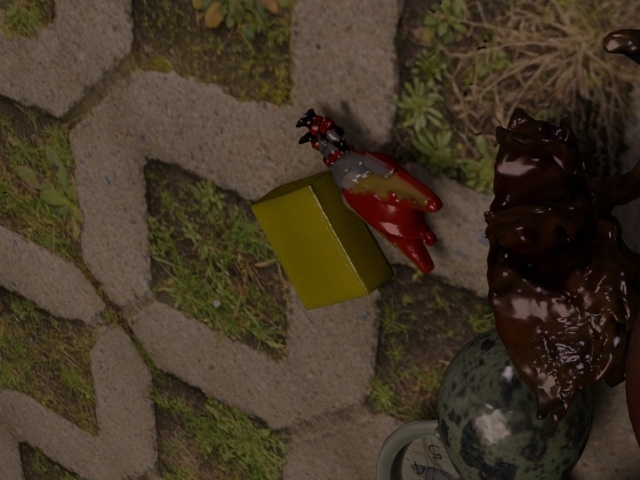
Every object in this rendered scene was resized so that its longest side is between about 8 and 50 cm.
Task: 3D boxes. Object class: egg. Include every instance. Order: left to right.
[{"bbox_3d":[0.166,0.154,1.067,0.132,0.132,0.172,23,132,32],"label":"egg"}]

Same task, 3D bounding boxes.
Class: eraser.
[{"bbox_3d":[0.000,0.000,1.190,0.097,0.045,0.122,-18,104,50],"label":"eraser"}]

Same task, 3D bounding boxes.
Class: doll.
[{"bbox_3d":[0.045,-0.053,1.097,0.169,0.057,0.109,50,160,27],"label":"doll"}]

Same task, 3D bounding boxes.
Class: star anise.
[{"bbox_3d":[0.186,-0.015,0.874,0.148,0.237,0.346,5,136,3],"label":"star anise"}]

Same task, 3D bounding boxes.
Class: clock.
[{"bbox_3d":[0.162,0.267,1.227,0.236,0.053,0.236,24,133,28],"label":"clock"}]

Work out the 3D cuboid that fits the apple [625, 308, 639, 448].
[{"bbox_3d":[0.340,0.102,0.764,0.306,0.235,0.305,28,140,26],"label":"apple"}]
